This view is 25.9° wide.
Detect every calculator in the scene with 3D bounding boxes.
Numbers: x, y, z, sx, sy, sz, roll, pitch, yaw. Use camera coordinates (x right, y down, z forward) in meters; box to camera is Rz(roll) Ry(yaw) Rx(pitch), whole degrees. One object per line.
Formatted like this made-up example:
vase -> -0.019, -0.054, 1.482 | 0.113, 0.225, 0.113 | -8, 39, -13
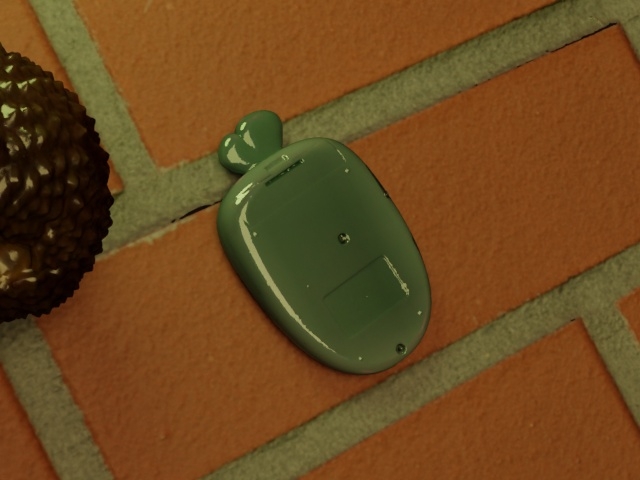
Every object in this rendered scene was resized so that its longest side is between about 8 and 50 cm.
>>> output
calculator -> 0.000, 0.000, 1.425 | 0.185, 0.041, 0.299 | -34, 92, -24

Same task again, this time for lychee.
lychee -> -0.316, -0.061, 1.221 | 0.267, 0.267, 0.267 | 5, 76, -19
